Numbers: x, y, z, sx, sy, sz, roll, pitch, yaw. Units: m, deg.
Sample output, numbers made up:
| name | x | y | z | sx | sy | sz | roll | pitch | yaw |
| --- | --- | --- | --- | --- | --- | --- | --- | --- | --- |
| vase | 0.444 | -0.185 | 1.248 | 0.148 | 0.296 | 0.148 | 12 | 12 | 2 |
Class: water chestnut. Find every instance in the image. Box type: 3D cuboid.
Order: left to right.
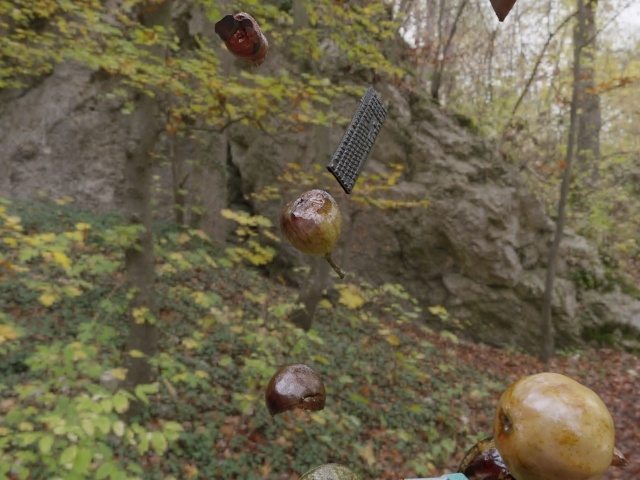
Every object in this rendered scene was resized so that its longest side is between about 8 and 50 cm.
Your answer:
| name | x | y | z | sx | sy | sz | roll | pitch | yaw |
| --- | --- | --- | --- | --- | --- | --- | --- | --- | --- |
| water chestnut | 0.464 | 0.617 | 1.548 | 0.299 | 0.300 | 0.300 | 2 | -8 | 0 |

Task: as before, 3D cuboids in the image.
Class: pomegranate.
| name | x | y | z | sx | sy | sz | roll | pitch | yaw |
| --- | --- | --- | --- | --- | --- | --- | --- | --- | --- |
| pomegranate | 0.400 | 0.332 | 1.112 | 0.207 | 0.207 | 0.207 | 2 | -8 | 0 |

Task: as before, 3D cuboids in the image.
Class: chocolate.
| name | x | y | z | sx | sy | sz | roll | pitch | yaw |
| --- | --- | --- | --- | --- | --- | --- | --- | --- | --- |
| chocolate | -0.059 | 0.334 | 1.398 | 0.127 | 0.124 | 0.133 | 44 | 14 | 20 |

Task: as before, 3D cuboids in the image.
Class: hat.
| name | x | y | z | sx | sy | sz | roll | pitch | yaw |
| --- | --- | --- | --- | --- | --- | --- | --- | --- | --- |
| hat | 0.020 | 0.448 | 1.051 | 0.146 | 0.146 | 0.067 | 5 | 7 | -20 |

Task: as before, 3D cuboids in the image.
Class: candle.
| name | x | y | z | sx | sy | sz | roll | pitch | yaw |
| --- | --- | --- | --- | --- | --- | --- | --- | --- | --- |
| candle | -0.094 | -0.257 | 0.849 | 0.048 | 0.051 | 0.329 | -24 | 13 | 3 |

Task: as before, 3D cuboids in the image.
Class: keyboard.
| name | x | y | z | sx | sy | sz | roll | pitch | yaw |
| --- | --- | --- | --- | --- | --- | --- | --- | --- | --- |
| keyboard | 0.094 | -0.251 | 1.567 | 0.018 | 0.310 | 0.101 | -11 | -50 | 40 |

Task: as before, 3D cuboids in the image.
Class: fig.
| name | x | y | z | sx | sy | sz | roll | pitch | yaw |
| --- | --- | --- | --- | --- | --- | --- | --- | --- | --- |
| fig | 0.005 | -0.011 | 1.558 | 0.160 | 0.231 | 0.143 | -43 | 1 | -43 |

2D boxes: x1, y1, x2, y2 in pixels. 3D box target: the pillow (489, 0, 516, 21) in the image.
| name | x | y | z | sx | sy | sz | roll | pitch | yaw |
| --- | --- | --- | --- | --- | --- | --- | --- | --- | --- |
| pillow | 0.463 | -0.694 | 1.579 | 0.084 | 0.223 | 0.236 | -4 | -30 | -23 |

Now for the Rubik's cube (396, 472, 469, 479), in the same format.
| name | x | y | z | sx | sy | sz | roll | pitch | yaw |
| --- | --- | --- | --- | --- | --- | --- | --- | --- | --- |
| Rubik's cube | 0.204 | 0.516 | 1.087 | 0.265 | 0.224 | 0.213 | 48 | -7 | -30 |
